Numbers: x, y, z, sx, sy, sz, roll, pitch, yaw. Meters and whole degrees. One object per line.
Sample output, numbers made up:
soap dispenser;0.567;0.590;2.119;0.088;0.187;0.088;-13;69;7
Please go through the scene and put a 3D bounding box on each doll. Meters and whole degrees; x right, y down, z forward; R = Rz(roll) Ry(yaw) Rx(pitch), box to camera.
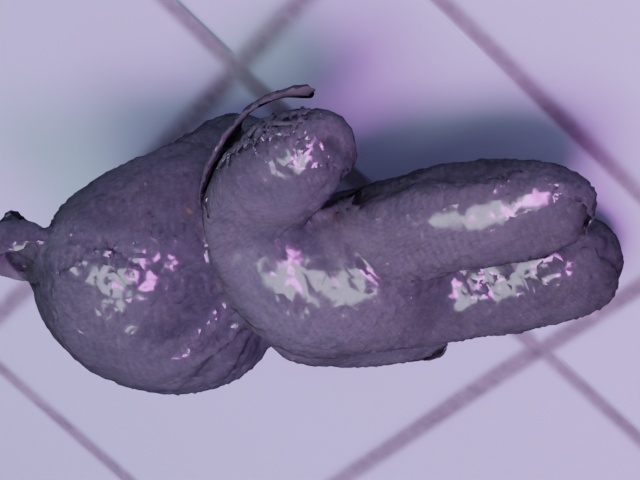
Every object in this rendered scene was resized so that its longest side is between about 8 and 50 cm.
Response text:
doll;-0.002;-0.006;0.923;0.340;0.158;0.246;-15;148;20
